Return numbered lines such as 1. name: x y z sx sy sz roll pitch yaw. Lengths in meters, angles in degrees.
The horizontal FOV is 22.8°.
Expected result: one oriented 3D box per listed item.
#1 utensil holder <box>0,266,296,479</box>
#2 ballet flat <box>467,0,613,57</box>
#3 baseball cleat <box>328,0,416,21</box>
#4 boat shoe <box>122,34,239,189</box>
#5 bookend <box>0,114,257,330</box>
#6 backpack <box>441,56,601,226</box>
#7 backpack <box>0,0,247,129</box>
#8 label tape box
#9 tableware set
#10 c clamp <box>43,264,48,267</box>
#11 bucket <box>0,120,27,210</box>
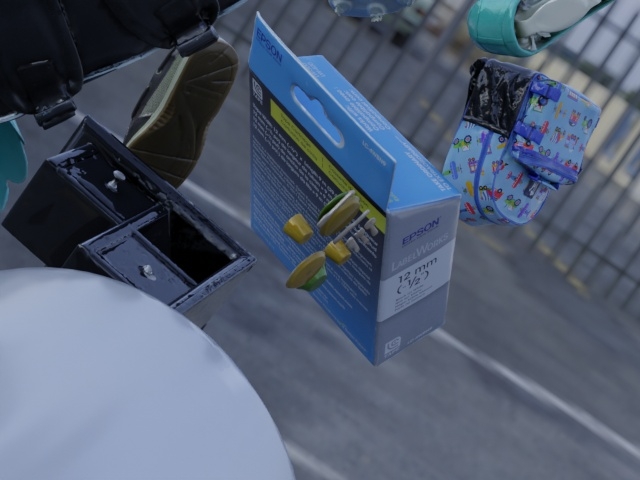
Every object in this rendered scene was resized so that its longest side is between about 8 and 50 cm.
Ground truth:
1. utensil holder: -0.205 0.196 0.772 0.327 0.327 0.385 34 19 6
2. ballet flat: 0.256 -0.245 1.512 0.087 0.247 0.083 39 -22 53
3. baseball cleat: 0.099 -0.300 1.617 0.072 0.206 0.109 45 36 -41
4. boat shoe: -0.111 -0.090 1.174 0.056 0.152 0.049 25 22 -31
5. bookend: -0.142 0.005 1.027 0.157 0.072 0.156 41 20 5
6. backpack: 0.212 -0.093 1.734 0.117 0.173 0.158 21 -4 36
7. backpack: -0.171 -0.225 0.891 0.191 0.225 0.253 -111 174 -51
8. label tape box: 0.033 -0.065 1.700 0.249 0.115 0.347 48 -27 29
9. tableware set: 0.000 0.000 1.444 0.024 0.104 0.154 47 -1 17
10. c clamp: -0.219 0.013 1.606 0.161 0.137 0.022 -25 82 -32
11. bucket: -0.398 -0.116 1.324 0.281 0.281 0.183 20 42 -51
